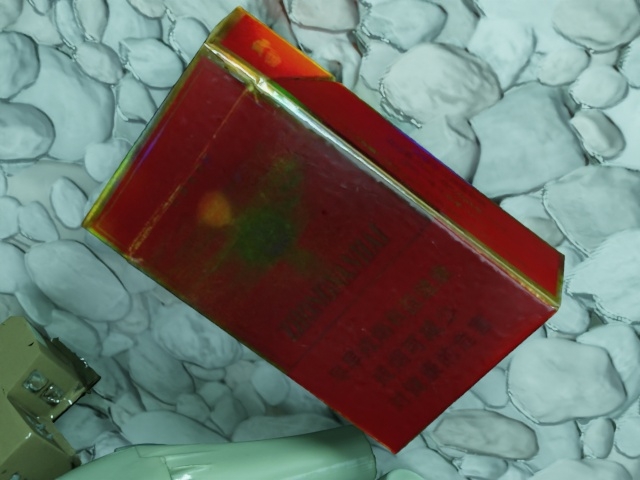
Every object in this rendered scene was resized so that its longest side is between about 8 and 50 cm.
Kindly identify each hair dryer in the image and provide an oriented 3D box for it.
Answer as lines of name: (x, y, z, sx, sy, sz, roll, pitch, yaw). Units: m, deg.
hair dryer: (-0.089, 0.247, 0.902, 0.296, 0.119, 0.298, -21, 151, -1)

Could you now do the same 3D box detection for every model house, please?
model house: (-0.269, 0.189, 0.933, 0.181, 0.176, 0.248, 39, 167, 30)

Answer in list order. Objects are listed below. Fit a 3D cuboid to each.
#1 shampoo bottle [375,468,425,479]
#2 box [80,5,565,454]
shampoo bottle: (0.034, 0.296, 0.948, 0.072, 0.049, 0.212, 28, 122, -6)
box: (0.001, 0.000, 0.769, 0.313, 0.089, 0.197, 37, 123, -8)
